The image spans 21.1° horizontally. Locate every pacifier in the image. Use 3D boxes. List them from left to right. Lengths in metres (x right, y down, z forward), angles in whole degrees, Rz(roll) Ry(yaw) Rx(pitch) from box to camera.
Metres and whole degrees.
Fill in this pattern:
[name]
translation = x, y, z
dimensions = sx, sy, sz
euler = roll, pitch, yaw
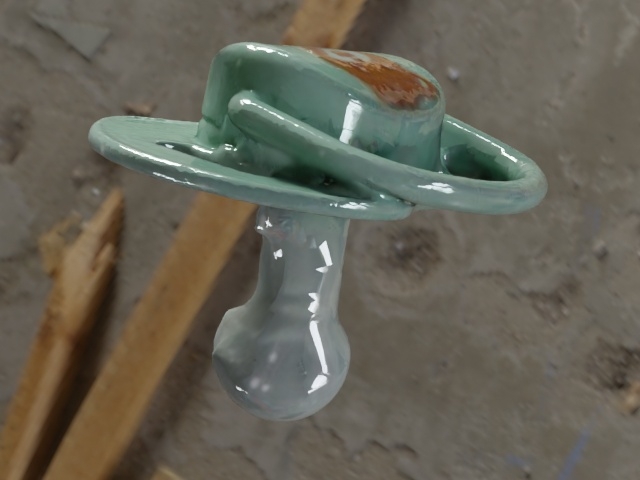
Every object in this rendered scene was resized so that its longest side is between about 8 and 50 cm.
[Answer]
[pacifier]
translation = 0.000, 0.000, 1.201
dimensions = 0.288, 0.343, 0.269
euler = 18, 105, 37
